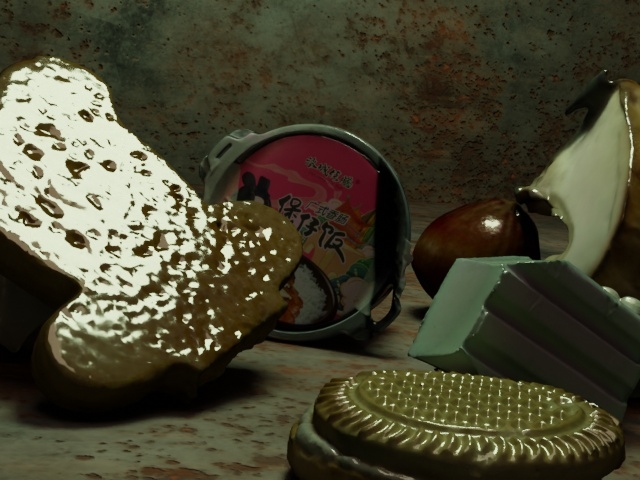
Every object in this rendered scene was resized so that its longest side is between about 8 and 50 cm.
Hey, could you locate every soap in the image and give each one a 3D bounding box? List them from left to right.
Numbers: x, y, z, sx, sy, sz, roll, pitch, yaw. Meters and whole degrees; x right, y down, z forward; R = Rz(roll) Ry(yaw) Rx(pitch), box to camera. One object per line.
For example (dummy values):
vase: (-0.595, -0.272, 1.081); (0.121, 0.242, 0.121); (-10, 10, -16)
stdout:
soap: (0.196, 0.093, 1.225); (0.230, 0.145, 0.091); (33, -13, -34)

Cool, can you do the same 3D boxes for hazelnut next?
hazelnut: (0.220, 0.024, 1.782); (0.178, 0.178, 0.204); (13, 0, 43)

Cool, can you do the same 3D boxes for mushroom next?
mushroom: (0.464, 0.023, 1.675); (0.397, 0.224, 0.314); (29, 36, -21)

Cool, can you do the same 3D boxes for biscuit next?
biscuit: (-0.229, -0.003, 1.284); (0.394, 0.076, 0.368); (37, 38, 7)
biscuit: (0.104, 0.156, 1.024); (0.259, 0.079, 0.259); (5, 7, -1)

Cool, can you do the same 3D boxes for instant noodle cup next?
instant noodle cup: (0.000, 0.000, 1.609); (0.258, 0.302, 0.181); (-35, -16, 9)

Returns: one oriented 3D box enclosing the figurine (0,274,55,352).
figurine: (-0.267, 0.047, 1.410); (0.200, 0.133, 0.276); (-2, 0, 20)

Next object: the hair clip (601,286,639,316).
hair clip: (0.351, 0.110, 1.355); (0.220, 0.054, 0.140); (27, -7, 16)

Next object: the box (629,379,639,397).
box: (0.336, 0.145, 1.432); (0.218, 0.040, 0.055); (1, 8, -29)
